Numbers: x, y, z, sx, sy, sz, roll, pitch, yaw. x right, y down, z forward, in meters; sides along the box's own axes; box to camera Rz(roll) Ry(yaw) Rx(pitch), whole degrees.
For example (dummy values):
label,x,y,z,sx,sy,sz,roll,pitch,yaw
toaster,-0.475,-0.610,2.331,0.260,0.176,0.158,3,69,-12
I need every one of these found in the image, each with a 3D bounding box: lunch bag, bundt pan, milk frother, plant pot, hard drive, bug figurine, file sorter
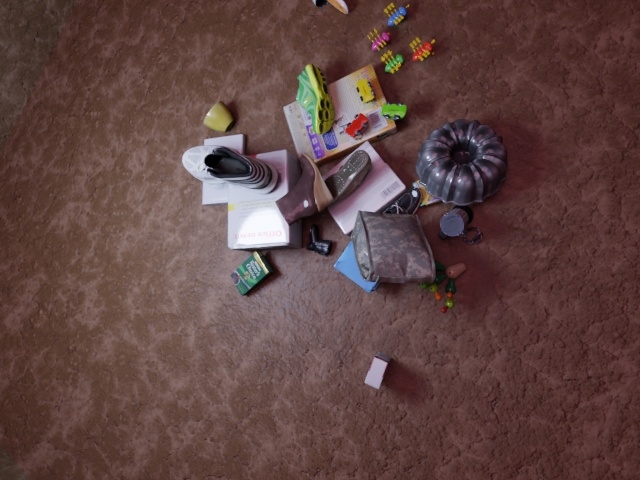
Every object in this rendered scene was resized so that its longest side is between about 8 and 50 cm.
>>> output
label,x,y,z,sx,sy,sz,roll,pitch,yaw
lunch bag,0.248,0.045,1.445,0.235,0.169,0.287,3,43,-10
bundt pan,0.510,-0.298,1.487,0.330,0.124,0.331,-4,68,10
milk frother,0.508,-0.044,1.482,0.143,0.134,0.129,28,123,23
plant pot,-0.453,-0.551,1.891,0.095,0.134,0.134,39,96,-8
hard drive,-0.440,-0.319,1.889,0.202,0.040,0.308,-3,81,18
bug figurine,0.322,-0.808,1.687,0.216,0.072,0.279,-33,78,18
file sorter,0.163,0.104,1.594,0.170,0.104,0.118,36,94,19

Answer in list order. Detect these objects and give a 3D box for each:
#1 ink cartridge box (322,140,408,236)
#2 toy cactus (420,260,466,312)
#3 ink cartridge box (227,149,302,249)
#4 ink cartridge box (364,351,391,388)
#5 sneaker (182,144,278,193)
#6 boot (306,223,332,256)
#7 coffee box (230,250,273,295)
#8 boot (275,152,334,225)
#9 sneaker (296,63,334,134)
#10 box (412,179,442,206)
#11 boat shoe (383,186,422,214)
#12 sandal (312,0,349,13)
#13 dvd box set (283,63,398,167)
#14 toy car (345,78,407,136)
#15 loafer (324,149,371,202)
label,x,y,z,sx,sy,sz,roll,pitch,yaw
ink cartridge box,0.153,-0.206,1.661,0.296,0.066,0.261,-38,69,10
toy cactus,0.444,0.140,1.506,0.180,0.112,0.219,-25,59,-9
ink cartridge box,-0.230,-0.153,1.731,0.279,0.160,0.385,-4,81,19
ink cartridge box,0.212,0.470,1.510,0.056,0.135,0.099,20,89,17
sneaker,-0.403,-0.312,1.595,0.447,0.257,0.169,16,88,23
boot,0.000,0.000,1.695,0.099,0.045,0.121,14,94,22
coffee box,-0.292,0.138,1.752,0.184,0.040,0.113,-39,73,25
boot,-0.086,-0.199,1.586,0.206,0.090,0.249,-27,71,0
sneaker,-0.026,-0.567,1.703,0.123,0.109,0.296,-18,78,43
box,0.448,-0.199,1.575,0.179,0.043,0.105,-18,77,13
boat shoe,0.296,-0.108,1.581,0.233,0.079,0.084,-48,66,15
sandal,0.010,-1.059,1.811,0.076,0.102,0.265,-46,73,5
dvd box set,0.075,-0.508,1.733,0.420,0.062,0.308,-22,76,15
toy car,0.227,-0.504,1.618,0.224,0.053,0.239,12,87,20
loafer,0.104,-0.230,1.602,0.268,0.092,0.102,-42,59,26
